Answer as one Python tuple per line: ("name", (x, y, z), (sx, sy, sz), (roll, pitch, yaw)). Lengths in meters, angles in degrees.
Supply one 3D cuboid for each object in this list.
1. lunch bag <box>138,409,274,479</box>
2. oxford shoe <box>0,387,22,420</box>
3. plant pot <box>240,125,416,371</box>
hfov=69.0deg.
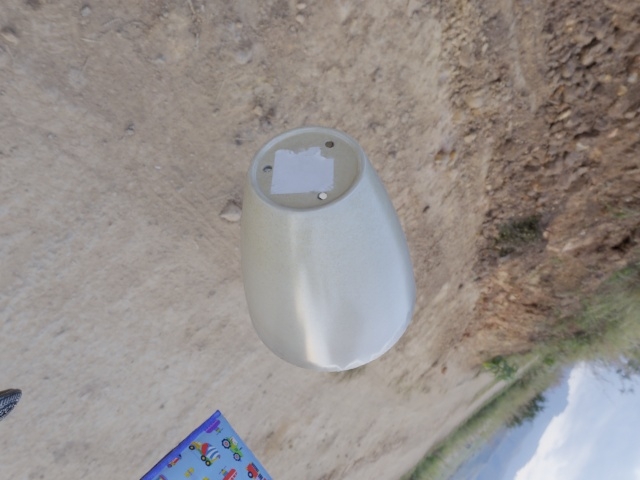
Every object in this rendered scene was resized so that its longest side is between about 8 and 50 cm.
("lunch bag", (-0.207, 0.465, 0.791), (0.138, 0.221, 0.293), (-42, 173, 9))
("oxford shoe", (-0.746, 0.357, 0.987), (0.083, 0.096, 0.227), (-64, 169, 7))
("plant pot", (0.000, 0.000, 0.598), (0.256, 0.256, 0.274), (-48, 153, -22))
